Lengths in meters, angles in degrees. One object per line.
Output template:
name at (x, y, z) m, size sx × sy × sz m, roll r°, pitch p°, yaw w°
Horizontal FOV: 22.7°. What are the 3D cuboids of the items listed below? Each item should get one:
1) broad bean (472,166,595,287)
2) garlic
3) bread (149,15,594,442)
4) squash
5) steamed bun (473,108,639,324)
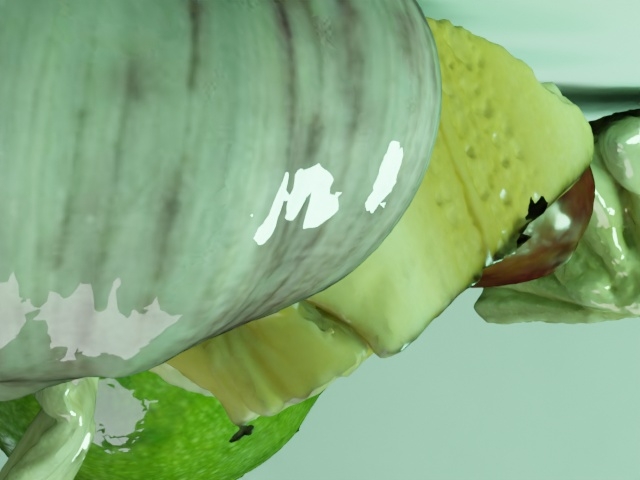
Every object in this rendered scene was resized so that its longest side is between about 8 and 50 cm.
broad bean at (0.048, -0.039, 0.953) m, size 0.229 × 0.122 × 0.156 m, roll 6°, pitch -138°, yaw -6°
garlic at (-0.094, 0.008, 0.544) m, size 0.245 × 0.253 × 0.245 m, roll 10°, pitch -174°, yaw -1°
bread at (0.007, 0.009, 0.742) m, size 0.184 × 0.211 × 0.224 m, roll -20°, pitch 143°, yaw 38°
squash at (-0.116, 0.052, 1.122) m, size 0.310 × 0.310 × 0.309 m, roll 2°, pitch 176°, yaw -9°
steamed bun at (0.240, -0.032, 1.224) m, size 0.247 × 0.189 × 0.428 m, roll -31°, pitch -167°, yaw -37°
